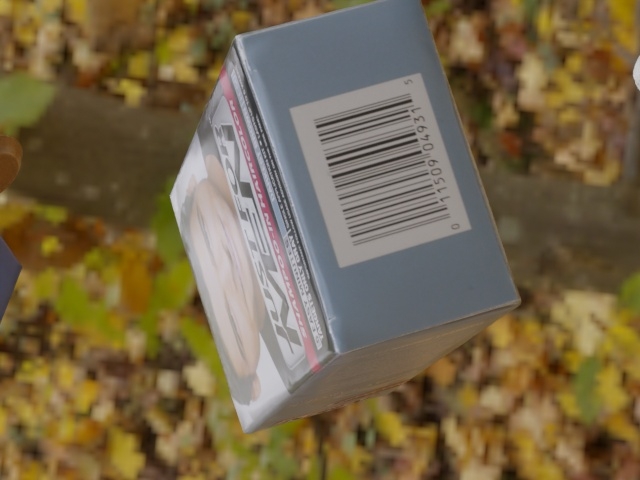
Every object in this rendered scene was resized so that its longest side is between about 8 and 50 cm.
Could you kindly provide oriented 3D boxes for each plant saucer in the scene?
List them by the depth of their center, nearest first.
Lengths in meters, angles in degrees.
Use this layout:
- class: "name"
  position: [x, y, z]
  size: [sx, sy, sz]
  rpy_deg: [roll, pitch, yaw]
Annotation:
- class: "plant saucer"
  position: [-0.312, -0.063, 1.848]
  size: [0.015, 0.083, 0.083]
  rpy_deg: [52, 157, 28]

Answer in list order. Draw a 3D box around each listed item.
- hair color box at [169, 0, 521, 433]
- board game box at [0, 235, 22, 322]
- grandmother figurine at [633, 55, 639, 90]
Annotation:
- class: "hair color box"
  position: [0.000, 0.000, 1.233]
  size: [0.374, 0.114, 0.185]
  rpy_deg: [127, 126, -75]
- class: "board game box"
  position: [-0.355, 0.019, 1.466]
  size: [0.347, 0.078, 0.233]
  rpy_deg: [65, -146, -52]
- class: "grandmother figurine"
  position: [0.411, -0.053, 1.734]
  size: [0.104, 0.342, 0.208]
  rpy_deg: [-42, -3, -42]
